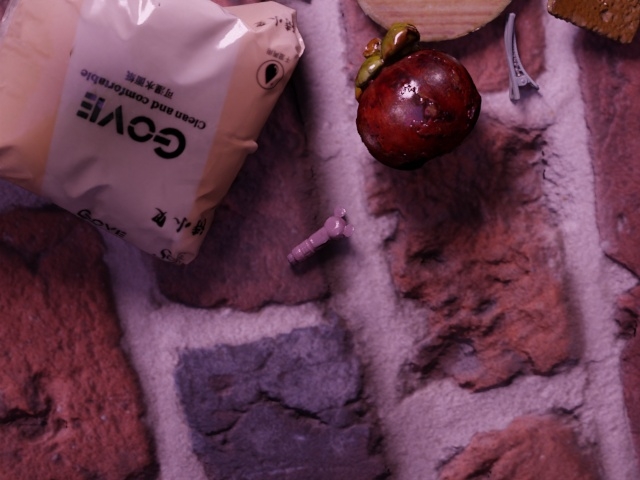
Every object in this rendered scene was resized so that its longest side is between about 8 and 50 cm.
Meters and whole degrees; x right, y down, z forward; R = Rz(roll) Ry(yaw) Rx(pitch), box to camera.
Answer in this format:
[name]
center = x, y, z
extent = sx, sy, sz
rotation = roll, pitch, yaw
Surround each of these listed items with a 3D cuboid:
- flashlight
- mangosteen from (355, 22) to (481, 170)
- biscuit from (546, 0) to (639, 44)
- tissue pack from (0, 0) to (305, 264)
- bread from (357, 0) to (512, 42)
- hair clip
[flashlight]
center = 0.000, 0.000, 1.487
extent = 0.110, 0.031, 0.052
rotation = -36, 60, 19
[mangosteen]
center = 0.115, -0.186, 1.367
extent = 0.166, 0.166, 0.180
rotation = -33, 86, 13
[biscuit]
center = 0.383, -0.381, 1.333
extent = 0.131, 0.026, 0.237
rotation = 16, 101, -18
[tissue pack]
center = -0.260, -0.194, 1.387
extent = 0.375, 0.195, 0.390
rotation = 23, 106, -14
[bread]
center = 0.151, -0.393, 1.362
extent = 0.266, 0.040, 0.267
rotation = 1, 104, 4
[hair clip]
center = 0.265, -0.247, 1.398
extent = 0.039, 0.030, 0.115
rotation = -15, 106, -10
